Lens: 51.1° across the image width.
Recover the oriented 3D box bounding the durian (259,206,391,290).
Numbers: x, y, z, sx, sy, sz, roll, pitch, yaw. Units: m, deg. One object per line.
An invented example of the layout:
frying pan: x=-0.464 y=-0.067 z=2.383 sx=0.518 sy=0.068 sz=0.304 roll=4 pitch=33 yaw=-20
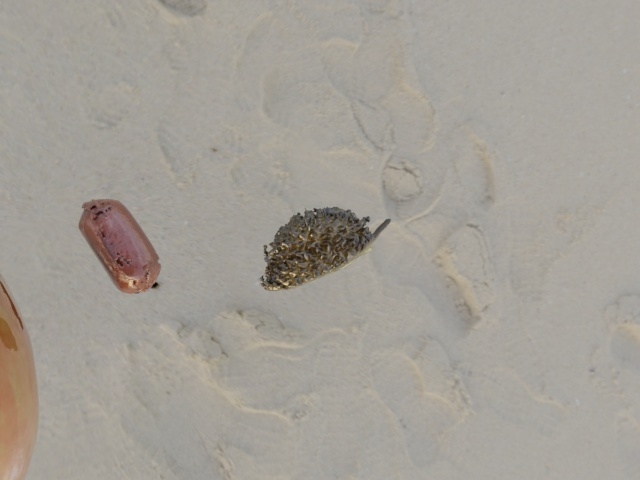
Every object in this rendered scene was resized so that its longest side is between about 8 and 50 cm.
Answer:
durian: x=0.000 y=0.000 z=0.860 sx=0.188 sy=0.148 sz=0.091 roll=-21 pitch=87 yaw=3

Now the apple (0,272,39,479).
apple: x=-0.392 y=0.105 z=0.442 sx=0.391 sy=0.391 sz=0.347 roll=-19 pitch=113 yaw=-21

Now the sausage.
sausage: x=-0.266 y=0.005 z=0.888 sx=0.076 sy=0.076 sz=0.141 roll=-35 pitch=89 yaw=-18
